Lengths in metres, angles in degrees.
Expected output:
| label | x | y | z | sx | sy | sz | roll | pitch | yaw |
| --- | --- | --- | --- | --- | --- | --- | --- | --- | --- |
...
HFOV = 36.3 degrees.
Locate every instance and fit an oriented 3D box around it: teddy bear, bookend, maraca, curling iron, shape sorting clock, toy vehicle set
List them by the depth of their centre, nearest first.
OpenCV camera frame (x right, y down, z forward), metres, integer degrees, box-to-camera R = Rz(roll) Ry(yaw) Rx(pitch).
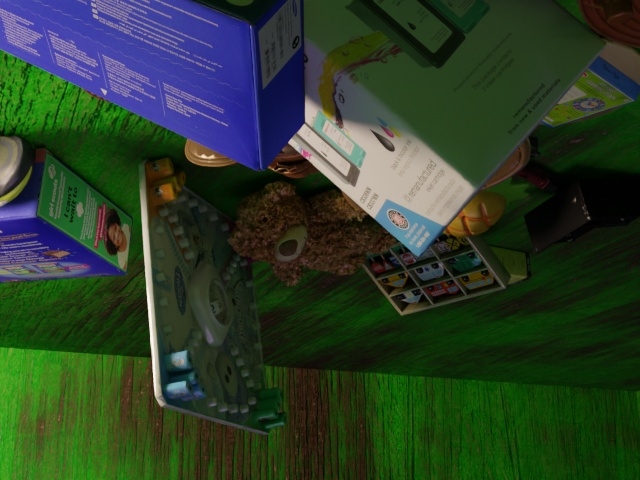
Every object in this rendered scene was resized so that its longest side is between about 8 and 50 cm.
| label | x | y | z | sx | sy | sz | roll | pitch | yaw |
| --- | --- | --- | --- | --- | --- | --- | --- | --- | --- |
| shape sorting clock | 0.311 | -0.202 | 1.247 | 0.206 | 0.040 | 0.206 | 3 | 161 | 1 |
| curling iron | 0.356 | -0.105 | 1.552 | 0.068 | 0.035 | 0.274 | -13 | 158 | 32 |
| maraca | 0.250 | -0.064 | 1.572 | 0.127 | 0.099 | 0.185 | 14 | 151 | -37 |
| bookend | 0.453 | -0.042 | 1.629 | 0.156 | 0.072 | 0.157 | -4 | 161 | -26 |
| teddy bear | 0.000 | 0.000 | 1.695 | 0.245 | 0.113 | 0.338 | -21 | 156 | 18 |
| toy vehicle set | 0.211 | 0.049 | 1.868 | 0.267 | 0.035 | 0.166 | -20 | 117 | 44 |

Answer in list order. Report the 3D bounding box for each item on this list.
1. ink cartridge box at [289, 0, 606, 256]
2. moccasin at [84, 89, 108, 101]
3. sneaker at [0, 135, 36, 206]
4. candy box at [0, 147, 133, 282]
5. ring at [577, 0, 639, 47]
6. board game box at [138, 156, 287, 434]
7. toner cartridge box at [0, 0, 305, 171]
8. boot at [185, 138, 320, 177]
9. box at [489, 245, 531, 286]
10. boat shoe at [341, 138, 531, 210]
| label | x | y | z | sx | sy | sz | roll | pitch | yaw |
| --- | --- | --- | --- | --- | --- | --- | --- | --- | --- |
| ink cartridge box | 0.074 | -0.165 | 0.916 | 0.270 | 0.197 | 0.198 | 41 | 161 | 6 |
| moccasin | -0.159 | -0.225 | 0.991 | 0.139 | 0.147 | 0.380 | 12 | 158 | -34 |
| sneaker | -0.556 | -0.106 | 1.411 | 0.300 | 0.111 | 0.121 | -7 | 157 | 12 |
| candy box | -0.501 | -0.029 | 1.615 | 0.268 | 0.122 | 0.317 | -4 | 162 | 14 |
| ring | 0.366 | -0.220 | 0.739 | 0.336 | 0.032 | 0.336 | -7 | 164 | -2 |
| board game box | -0.167 | 0.102 | 1.605 | 0.050 | 0.390 | 0.390 | -15 | 158 | 17 |
| toner cartridge box | -0.177 | -0.202 | 0.846 | 0.348 | 0.075 | 0.165 | 26 | 145 | 19 |
| boot | -0.083 | -0.126 | 1.423 | 0.197 | 0.073 | 0.152 | -5 | 166 | 21 |
| box | 0.311 | 0.046 | 1.971 | 0.232 | 0.058 | 0.087 | 9 | 159 | -29 |
| boat shoe | 0.171 | -0.120 | 1.424 | 0.302 | 0.109 | 0.098 | -15 | -164 | 36 |
